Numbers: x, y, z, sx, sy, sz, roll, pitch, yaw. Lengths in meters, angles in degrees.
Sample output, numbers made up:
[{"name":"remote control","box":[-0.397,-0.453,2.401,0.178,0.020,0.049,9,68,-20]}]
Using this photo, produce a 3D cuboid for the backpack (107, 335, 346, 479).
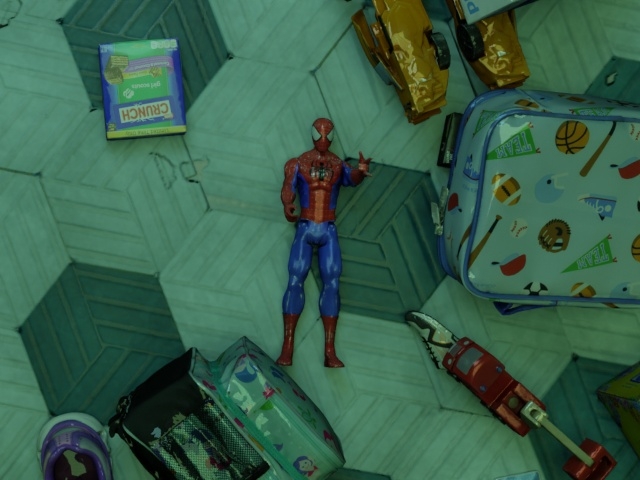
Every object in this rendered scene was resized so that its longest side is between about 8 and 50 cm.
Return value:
[{"name":"backpack","box":[-0.080,0.236,1.853,0.191,0.225,0.253,-34,96,0]}]

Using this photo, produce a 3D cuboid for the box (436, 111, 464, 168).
[{"name":"box","box":[0.181,-0.107,1.965,0.083,0.052,0.062,12,88,-4]}]

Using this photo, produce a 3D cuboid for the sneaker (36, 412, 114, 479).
[{"name":"sneaker","box":[-0.251,0.308,1.895,0.095,0.104,0.236,-19,92,-7]}]

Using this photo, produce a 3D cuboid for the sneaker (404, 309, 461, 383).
[{"name":"sneaker","box":[0.136,0.121,1.964,0.109,0.040,0.044,39,88,-3]}]

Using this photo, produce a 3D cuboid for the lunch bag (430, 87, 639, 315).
[{"name":"lunch bag","box":[0.274,-0.037,1.909,0.303,0.115,0.243,4,106,-17]}]

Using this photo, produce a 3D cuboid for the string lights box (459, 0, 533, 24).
[{"name":"string lights box","box":[0.243,-0.336,1.897,0.259,0.077,0.133,-24,92,-40]}]

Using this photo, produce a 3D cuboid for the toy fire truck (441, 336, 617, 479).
[{"name":"toy fire truck","box":[0.230,0.192,1.917,0.047,0.135,0.192,-49,118,-5]}]

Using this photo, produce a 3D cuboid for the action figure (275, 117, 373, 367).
[{"name":"action figure","box":[0.000,0.000,1.910,0.091,0.139,0.280,3,87,-6]}]

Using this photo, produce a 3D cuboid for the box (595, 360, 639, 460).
[{"name":"box","box":[0.517,0.218,1.931,0.279,0.177,0.290,-33,92,-6]}]

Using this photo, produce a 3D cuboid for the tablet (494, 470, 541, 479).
[{"name":"tablet","box":[0.233,0.310,1.987,0.054,0.006,0.083,-10,89,-5]}]

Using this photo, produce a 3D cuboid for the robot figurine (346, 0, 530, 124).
[{"name":"robot figurine","box":[0.110,-0.285,1.925,0.211,0.085,0.291,-19,80,-13]}]

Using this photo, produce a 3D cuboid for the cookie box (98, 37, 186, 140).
[{"name":"cookie box","box":[-0.199,-0.169,1.937,0.092,0.040,0.107,-6,91,-6]}]
